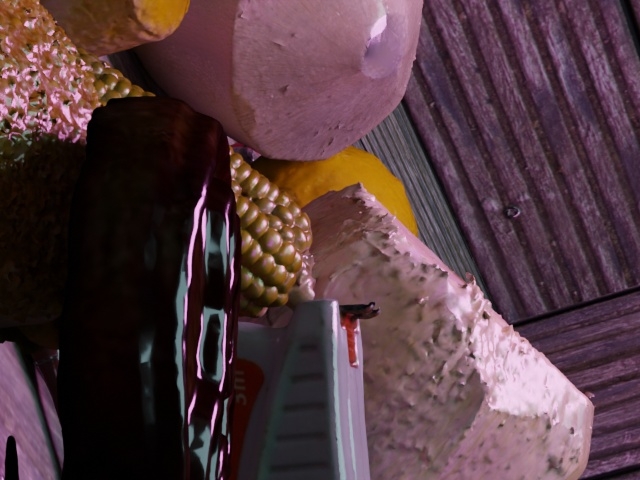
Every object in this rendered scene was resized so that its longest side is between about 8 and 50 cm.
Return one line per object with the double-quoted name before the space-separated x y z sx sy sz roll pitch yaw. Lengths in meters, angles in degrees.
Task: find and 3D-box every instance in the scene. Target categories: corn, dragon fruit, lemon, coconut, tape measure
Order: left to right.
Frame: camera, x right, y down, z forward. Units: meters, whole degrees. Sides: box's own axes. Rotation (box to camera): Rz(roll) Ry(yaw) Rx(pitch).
"corn" -0.141 -0.050 1.622 0.347 0.130 0.130 37 21 -11
"dragon fruit" -0.091 -0.075 2.287 0.060 0.056 0.083 53 21 -56
"tape measure" -0.060 0.182 1.605 0.125 0.246 0.243 30 55 -71
"coconut" -0.033 -0.243 2.073 0.309 0.297 0.297 30 -21 41
"lemon" 0.000 0.000 2.186 0.288 0.233 0.233 51 24 -68
"coconut" 0.033 0.179 1.838 0.404 0.405 0.404 -17 90 -78

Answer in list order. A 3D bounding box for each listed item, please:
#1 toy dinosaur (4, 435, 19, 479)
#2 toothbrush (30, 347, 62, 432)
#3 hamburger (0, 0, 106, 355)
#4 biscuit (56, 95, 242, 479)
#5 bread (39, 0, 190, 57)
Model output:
"toy dinosaur" -0.196 0.351 1.174 0.301 0.087 0.447 -1 72 -71
"toothbrush" -0.232 0.039 1.521 0.041 0.041 0.364 6 67 -77
"hamburger" -0.241 -0.067 1.278 0.294 0.179 0.276 58 19 -51
"biscuit" -0.098 0.111 1.199 0.407 0.091 0.407 -179 -90 -90
"bread" -0.206 -0.270 1.755 0.197 0.170 0.197 -19 90 -77
